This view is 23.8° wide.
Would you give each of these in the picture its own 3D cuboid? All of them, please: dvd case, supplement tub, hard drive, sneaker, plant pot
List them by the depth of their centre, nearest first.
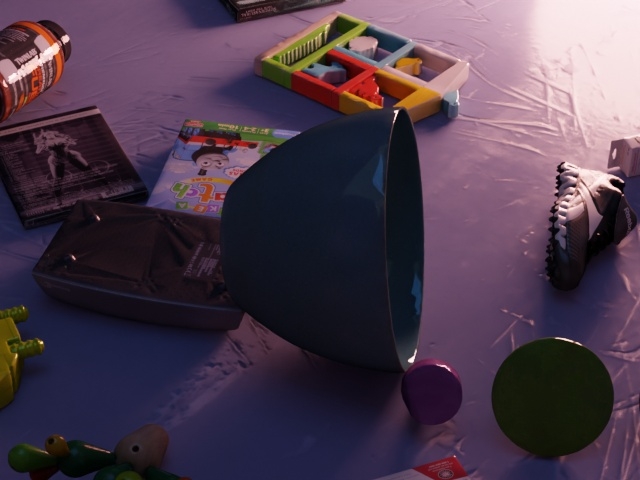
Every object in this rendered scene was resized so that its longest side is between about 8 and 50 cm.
[{"bbox_3d":[0.000,0.000,1.671,0.195,0.290,0.290,-1,36,12],"label":"plant pot"},{"bbox_3d":[-0.194,0.030,1.799,0.255,0.054,0.172,10,38,9],"label":"hard drive"},{"bbox_3d":[0.334,-0.019,1.859,0.106,0.078,0.234,6,35,10],"label":"sneaker"},{"bbox_3d":[-0.340,-0.100,1.998,0.165,0.018,0.221,-16,41,-19],"label":"dvd case"},{"bbox_3d":[-0.426,-0.239,2.101,0.106,0.106,0.198,16,35,19],"label":"supplement tub"}]

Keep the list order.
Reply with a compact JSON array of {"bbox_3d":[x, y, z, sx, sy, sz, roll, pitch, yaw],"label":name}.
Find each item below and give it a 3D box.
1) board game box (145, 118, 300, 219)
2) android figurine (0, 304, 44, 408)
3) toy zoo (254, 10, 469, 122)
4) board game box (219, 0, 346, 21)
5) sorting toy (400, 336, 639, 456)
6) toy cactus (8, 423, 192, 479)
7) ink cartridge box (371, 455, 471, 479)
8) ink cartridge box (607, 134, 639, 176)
[{"bbox_3d":[-0.123,-0.079,1.958,0.160,0.039,0.211,7,38,7],"label":"board game box"},{"bbox_3d":[-0.442,0.135,1.657,0.273,0.056,0.248,-15,40,-17],"label":"android figurine"},{"bbox_3d":[0.077,-0.239,2.181,0.293,0.030,0.192,27,44,30],"label":"toy zoo"},{"bbox_3d":[-0.067,-0.397,2.389,0.186,0.026,0.126,-14,40,-19],"label":"board game box"},{"bbox_3d":[0.270,0.157,1.635,0.366,0.127,0.126,1,8,4],"label":"sorting toy"},{"bbox_3d":[-0.194,0.242,1.506,0.219,0.112,0.180,8,19,13],"label":"toy cactus"},{"bbox_3d":[0.117,0.283,1.472,0.099,0.056,0.135,-14,39,-20],"label":"ink cartridge box"},{"bbox_3d":[0.425,-0.114,2.010,0.083,0.048,0.028,-12,39,-15],"label":"ink cartridge box"}]
